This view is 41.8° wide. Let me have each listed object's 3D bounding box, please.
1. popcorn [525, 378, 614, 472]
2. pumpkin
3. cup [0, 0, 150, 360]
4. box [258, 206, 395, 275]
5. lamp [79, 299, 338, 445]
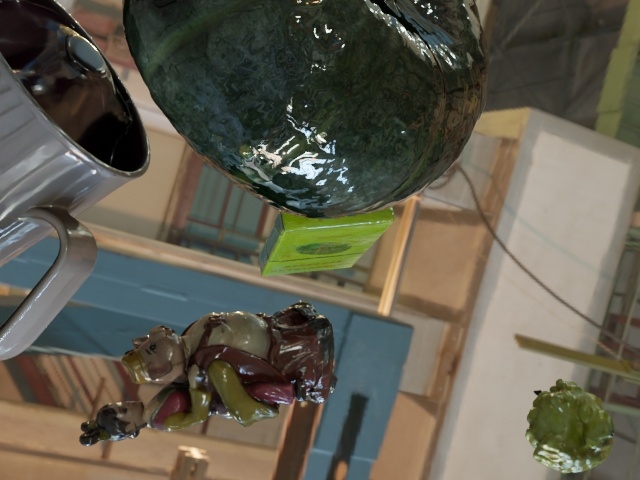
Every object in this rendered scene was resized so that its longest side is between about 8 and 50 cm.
[{"bbox_3d":[0.455,0.340,1.543,0.142,0.174,0.173,-105,-145,-74],"label":"popcorn"},{"bbox_3d":[0.003,-0.164,0.630,0.207,0.300,0.300,-24,-130,36],"label":"pumpkin"},{"bbox_3d":[-0.299,-0.057,0.751,0.273,0.288,0.208,-33,-172,13],"label":"cup"},{"bbox_3d":[0.000,0.000,1.486,0.335,0.187,0.047,126,-42,-72],"label":"box"},{"bbox_3d":[-0.108,0.125,0.812,0.118,0.253,0.118,174,-90,-69],"label":"lamp"}]
